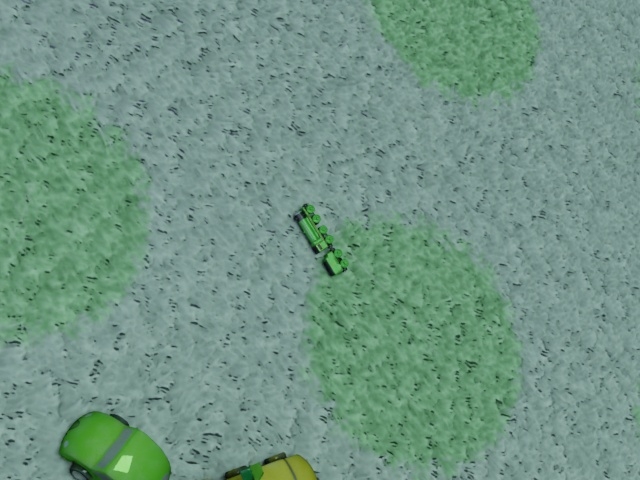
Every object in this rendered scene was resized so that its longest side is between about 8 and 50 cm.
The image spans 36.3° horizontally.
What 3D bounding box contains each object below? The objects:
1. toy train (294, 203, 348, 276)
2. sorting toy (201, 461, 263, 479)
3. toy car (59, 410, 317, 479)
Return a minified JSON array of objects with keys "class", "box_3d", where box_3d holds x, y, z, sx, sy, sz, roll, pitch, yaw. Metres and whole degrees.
[{"class":"toy train","box_3d":[0.000,0.000,1.019,0.023,0.017,0.083,-31,88,-23]},{"class":"sorting toy","box_3d":[-0.074,0.223,0.823,0.062,0.012,0.083,23,59,-18]},{"class":"toy car","box_3d":[-0.123,0.228,0.834,0.225,0.053,0.239,42,54,-7]}]
